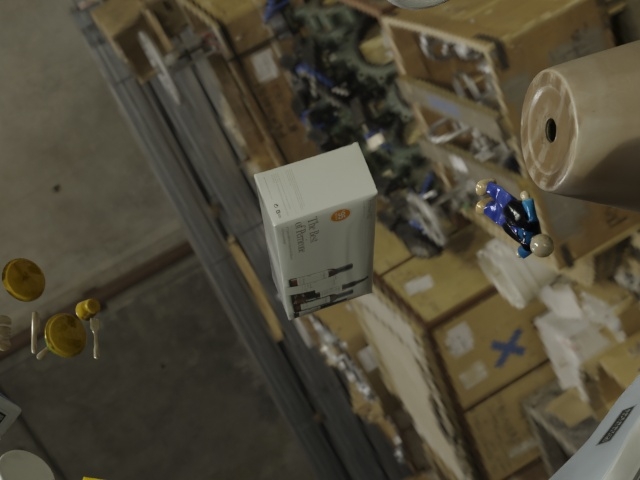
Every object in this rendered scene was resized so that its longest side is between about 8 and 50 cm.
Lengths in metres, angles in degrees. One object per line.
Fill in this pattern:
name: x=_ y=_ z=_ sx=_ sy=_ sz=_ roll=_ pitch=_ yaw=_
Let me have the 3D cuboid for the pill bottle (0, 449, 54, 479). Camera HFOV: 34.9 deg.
pill bottle: x=-0.342 y=0.288 z=1.072 sx=0.078 sy=0.137 sz=0.078 roll=33 pitch=-156 yaw=-17

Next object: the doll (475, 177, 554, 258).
doll: x=0.316 y=-0.027 z=1.637 sx=0.189 sy=0.046 sz=0.129 roll=-131 pitch=30 yaw=-52

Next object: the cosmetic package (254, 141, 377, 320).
cosmetic package: x=0.000 y=0.000 z=0.985 sx=0.239 sy=0.099 sz=0.060 roll=85 pitch=164 yaw=-66

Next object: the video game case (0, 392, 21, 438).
video game case: x=-0.383 y=0.172 z=0.761 sx=0.061 sy=0.244 sz=0.269 roll=28 pitch=163 yaw=27

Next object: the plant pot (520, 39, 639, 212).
plant pot: x=0.479 y=-0.175 z=1.584 sx=0.323 sy=0.280 sz=0.323 roll=177 pitch=90 yaw=-75

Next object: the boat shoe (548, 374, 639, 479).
boat shoe: x=0.210 y=0.170 z=0.695 sx=0.076 sy=0.228 sz=0.080 roll=49 pitch=146 yaw=1

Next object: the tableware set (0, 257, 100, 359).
tableware set: x=-0.299 y=0.071 z=1.055 sx=0.024 sy=0.154 sz=0.104 roll=-29 pitch=59 yaw=43

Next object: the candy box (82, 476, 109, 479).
candy box: x=-0.269 y=0.415 z=1.621 sx=0.105 sy=0.206 sz=0.027 roll=71 pitch=-153 yaw=-55

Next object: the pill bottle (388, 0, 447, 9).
pill bottle: x=0.090 y=-0.423 z=1.264 sx=0.153 sy=0.153 sz=0.265 roll=73 pitch=173 yaw=-55
